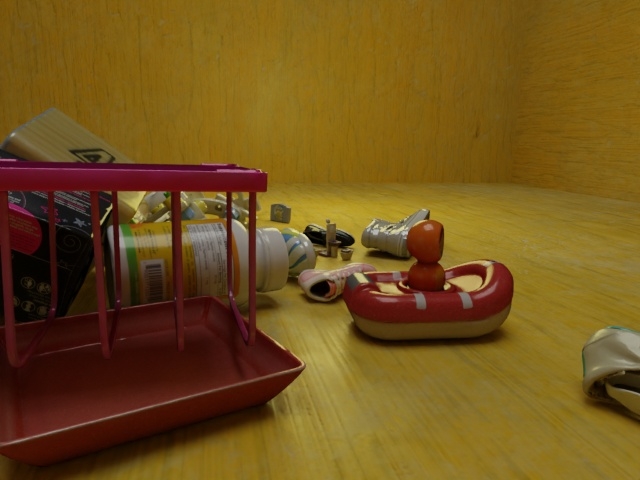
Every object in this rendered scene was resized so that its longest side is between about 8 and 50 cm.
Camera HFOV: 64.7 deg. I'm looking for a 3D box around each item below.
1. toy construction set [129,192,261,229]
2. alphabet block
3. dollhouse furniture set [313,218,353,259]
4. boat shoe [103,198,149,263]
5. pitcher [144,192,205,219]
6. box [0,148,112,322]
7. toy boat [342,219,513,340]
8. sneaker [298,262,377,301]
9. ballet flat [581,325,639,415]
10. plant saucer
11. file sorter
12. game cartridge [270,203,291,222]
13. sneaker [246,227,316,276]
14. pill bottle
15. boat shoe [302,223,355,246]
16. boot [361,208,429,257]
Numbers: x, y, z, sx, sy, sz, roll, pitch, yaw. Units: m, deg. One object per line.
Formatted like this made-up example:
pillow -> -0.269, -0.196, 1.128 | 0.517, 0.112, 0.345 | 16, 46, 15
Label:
toy construction set -> -0.263, -0.043, 1.011 | 0.215, 0.151, 0.328 | -32, 0, 22
alphabet block -> -0.418, -0.068, 0.820 | 0.197, 0.192, 0.193 | 38, 17, -23
dollhouse furniture set -> 0.000, 0.000, 1.081 | 0.114, 0.081, 0.091 | -8, 15, -39
boat shoe -> -0.440, -0.022, 1.126 | 0.109, 0.098, 0.302 | -33, 12, 4
pitcher -> -0.444, -0.090, 1.438 | 0.207, 0.125, 0.178 | -3, 27, 37
box -> -0.425, -0.016, 0.657 | 0.247, 0.163, 0.142 | 24, 22, -17
toy boat -> 0.149, 0.046, 0.697 | 0.231, 0.151, 0.151 | -1, 12, -8
sneaker -> 0.034, 0.071, 0.823 | 0.135, 0.050, 0.070 | -4, 14, -9
ballet flat -> 0.362, 0.147, 0.447 | 0.249, 0.086, 0.086 | 9, 14, 41
plant saucer -> -0.187, 0.129, 0.521 | 0.259, 0.047, 0.258 | -5, 13, -32
file sorter -> -0.217, 0.012, 0.518 | 0.291, 0.182, 0.202 | -1, 11, -17
game cartridge -> -0.124, -0.085, 1.554 | 0.083, 0.055, 0.017 | 11, 7, 41
sneaker -> -0.113, 0.033, 0.942 | 0.126, 0.091, 0.240 | -21, 15, -32
pill bottle -> -0.178, 0.038, 0.742 | 0.246, 0.136, 0.136 | -5, 13, -28
boat shoe -> 0.018, -0.005, 1.216 | 0.133, 0.048, 0.042 | 14, 44, 23
boot -> 0.182, -0.030, 1.207 | 0.124, 0.095, 0.258 | 13, 16, 20
